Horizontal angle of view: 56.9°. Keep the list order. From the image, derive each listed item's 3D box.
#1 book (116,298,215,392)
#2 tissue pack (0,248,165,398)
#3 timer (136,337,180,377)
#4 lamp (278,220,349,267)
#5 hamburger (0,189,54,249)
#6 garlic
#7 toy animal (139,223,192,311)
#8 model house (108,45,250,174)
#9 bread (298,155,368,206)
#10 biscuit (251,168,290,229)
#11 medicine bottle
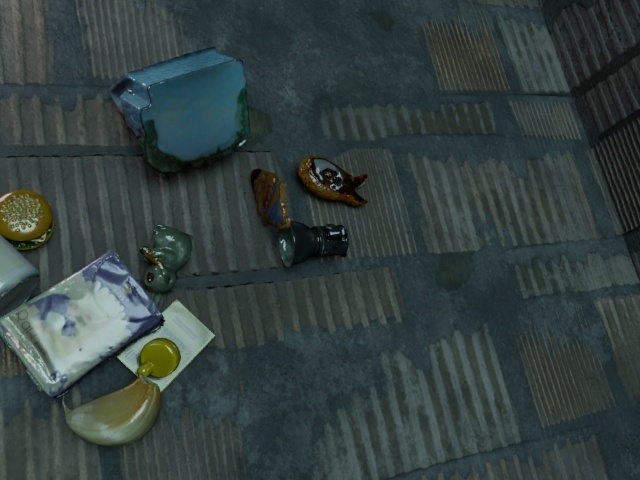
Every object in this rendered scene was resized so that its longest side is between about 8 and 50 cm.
[{"bbox_3d":[-0.429,0.295,1.651,0.161,0.026,0.231,45,61,-2],"label":"book"},{"bbox_3d":[-0.617,0.217,1.538,0.344,0.125,0.242,-36,86,-22],"label":"tissue pack"},{"bbox_3d":[-0.430,0.314,1.566,0.107,0.109,0.107,2,99,10],"label":"timer"},{"bbox_3d":[0.000,0.000,1.854,0.228,0.172,0.147,-5,71,-22],"label":"lamp"},{"bbox_3d":[-0.796,-0.055,1.582,0.162,0.115,0.161,9,67,-21],"label":"hamburger"},{"bbox_3d":[-0.518,0.438,1.490,0.245,0.145,0.164,-16,84,-5],"label":"garlic"},{"bbox_3d":[-0.445,0.085,1.675,0.127,0.125,0.251,3,74,9],"label":"toy animal"},{"bbox_3d":[-0.456,-0.421,1.797,0.360,0.297,0.339,-30,48,-29],"label":"model house"},{"bbox_3d":[0.042,-0.196,1.995,0.269,0.095,0.139,20,66,-30],"label":"bread"},{"bbox_3d":[-0.161,-0.136,1.841,0.043,0.183,0.280,-5,45,-35],"label":"biscuit"},{"bbox_3d":[-0.901,0.030,1.453,0.379,0.213,0.213,45,61,-1],"label":"medicine bottle"}]
